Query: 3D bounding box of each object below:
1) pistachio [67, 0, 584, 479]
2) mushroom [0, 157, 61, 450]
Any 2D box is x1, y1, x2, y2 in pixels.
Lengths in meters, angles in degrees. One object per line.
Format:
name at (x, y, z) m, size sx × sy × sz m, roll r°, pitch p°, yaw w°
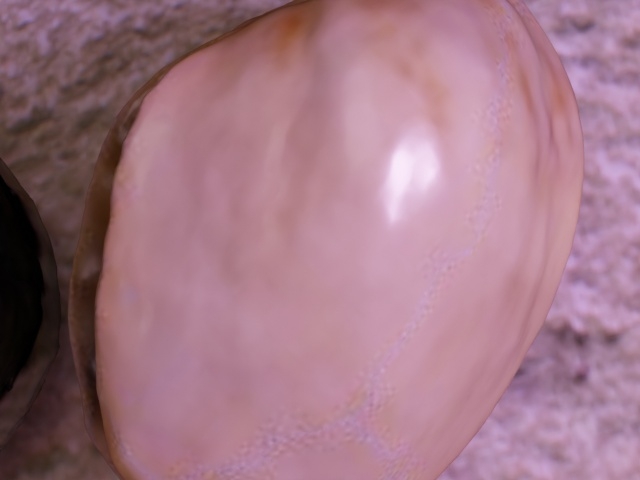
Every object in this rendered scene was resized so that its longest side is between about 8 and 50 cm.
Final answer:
pistachio at (0.000, 0.000, 0.983) m, size 0.238 × 0.229 × 0.321 m, roll 31°, pitch 84°, yaw -7°
mushroom at (-0.278, 0.016, 1.118) m, size 0.344 × 0.130 × 0.247 m, roll 32°, pitch 88°, yaw 29°
